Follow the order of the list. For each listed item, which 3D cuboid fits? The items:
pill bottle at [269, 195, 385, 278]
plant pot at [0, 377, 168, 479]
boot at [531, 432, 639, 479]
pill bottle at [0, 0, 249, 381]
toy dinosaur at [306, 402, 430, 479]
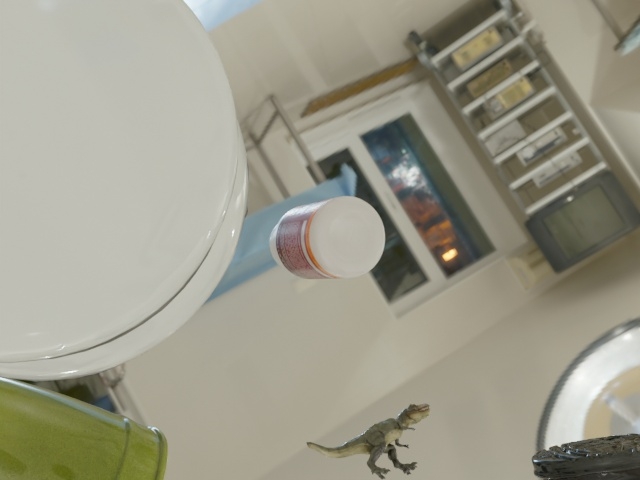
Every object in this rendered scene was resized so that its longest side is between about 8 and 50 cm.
[{"bbox_3d":[0.000,0.000,0.894,0.086,0.086,0.152,-27,-172,-24],"label":"pill bottle"},{"bbox_3d":[-0.496,0.378,1.298,0.366,0.353,0.367,-42,-156,23],"label":"plant pot"},{"bbox_3d":[0.338,0.295,0.794,0.246,0.207,0.094,-4,173,-11],"label":"boot"},{"bbox_3d":[-0.165,-0.028,0.521,0.224,0.224,0.392,-29,-178,-12],"label":"pill bottle"},{"bbox_3d":[0.113,0.393,1.539,0.268,0.118,0.064,-13,137,-30],"label":"toy dinosaur"}]
